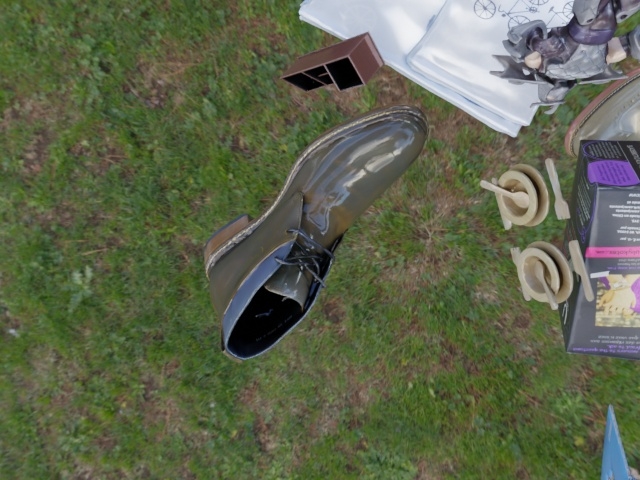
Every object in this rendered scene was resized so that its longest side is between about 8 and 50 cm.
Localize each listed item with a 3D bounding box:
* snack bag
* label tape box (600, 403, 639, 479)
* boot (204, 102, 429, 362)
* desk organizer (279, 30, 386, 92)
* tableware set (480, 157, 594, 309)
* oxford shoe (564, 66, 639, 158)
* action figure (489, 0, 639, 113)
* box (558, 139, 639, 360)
[{"bbox_3d":[0.192,-0.349,0.713,0.343,0.037,0.323,31,78,6],"label":"snack bag"},{"bbox_3d":[0.312,0.345,0.428,0.106,0.333,0.240,-4,134,21],"label":"label tape box"},{"bbox_3d":[0.000,0.000,0.385,0.219,0.082,0.106,-39,39,24],"label":"boot"},{"bbox_3d":[0.012,-0.217,0.672,0.130,0.047,0.050,1,46,47],"label":"desk organizer"},{"bbox_3d":[0.277,-0.006,0.704,0.039,0.128,0.194,-15,88,-18],"label":"tableware set"},{"bbox_3d":[0.565,-0.210,0.814,0.348,0.123,0.130,-28,43,15],"label":"oxford shoe"},{"bbox_3d":[0.284,-0.232,0.526,0.185,0.285,0.099,-12,60,-14],"label":"action figure"},{"bbox_3d":[0.426,0.013,0.732,0.143,0.165,0.270,4,123,16],"label":"box"}]
